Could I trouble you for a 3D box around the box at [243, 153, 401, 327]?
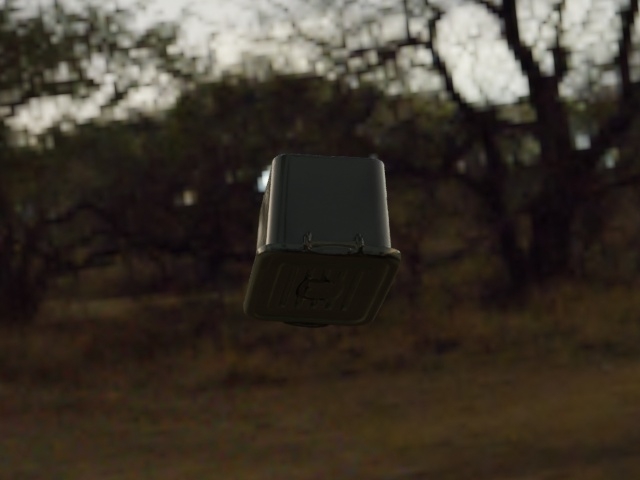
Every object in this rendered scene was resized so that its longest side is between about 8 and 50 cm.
[{"bbox_3d":[0.000,0.000,1.049,0.084,0.069,0.122,4,-24,-8],"label":"box"}]
